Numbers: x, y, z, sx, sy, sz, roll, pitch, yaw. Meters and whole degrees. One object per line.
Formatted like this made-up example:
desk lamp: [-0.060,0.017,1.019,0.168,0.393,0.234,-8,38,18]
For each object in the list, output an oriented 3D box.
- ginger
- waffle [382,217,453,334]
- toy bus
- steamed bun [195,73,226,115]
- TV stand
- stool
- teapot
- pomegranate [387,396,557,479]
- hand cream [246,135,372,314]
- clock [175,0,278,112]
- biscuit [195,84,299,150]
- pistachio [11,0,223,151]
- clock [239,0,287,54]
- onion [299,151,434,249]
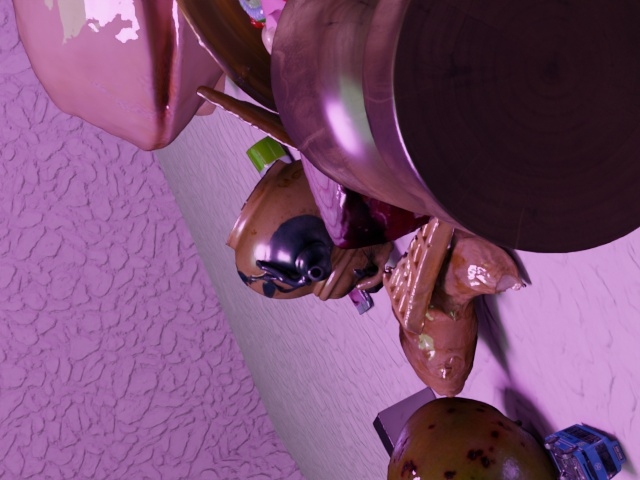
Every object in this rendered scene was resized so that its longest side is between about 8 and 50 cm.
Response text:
ginger: [0.121,0.064,1.297,0.333,0.081,0.148,105,166,-69]
waffle: [0.092,0.001,1.224,0.097,0.023,0.152,-108,28,-55]
toy bus: [0.227,0.186,1.161,0.038,0.046,0.083,64,172,-5]
steamed bun: [-0.209,-0.304,1.906,0.231,0.110,0.212,58,-174,12]
TV stand: [0.167,0.328,1.720,0.269,0.083,0.088,60,168,13]
stool: [0.085,-0.098,0.774,0.179,0.179,0.264,66,170,-14]
teapot: [0.000,0.000,1.568,0.182,0.173,0.269,32,-167,4]
pomegranate: [0.139,0.258,1.357,0.210,0.179,0.179,-55,50,27]
hand cream: [-0.010,-0.020,1.844,0.275,0.050,0.079,57,-165,4]
clock: [-0.071,-0.239,1.368,0.237,0.057,0.237,45,-155,-28]
biscuit: [-0.024,-0.105,1.334,0.139,0.016,0.231,31,-172,22]
pistachio: [-0.229,-0.312,1.604,0.445,0.281,0.365,96,157,-47]
clock: [-0.021,-0.220,1.222,0.195,0.100,0.194,75,170,-48]
onion: [0.039,-0.098,1.115,0.218,0.140,0.195,170,77,-80]
